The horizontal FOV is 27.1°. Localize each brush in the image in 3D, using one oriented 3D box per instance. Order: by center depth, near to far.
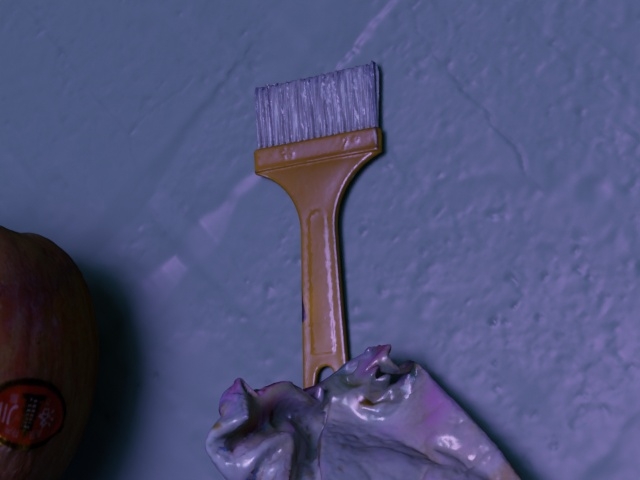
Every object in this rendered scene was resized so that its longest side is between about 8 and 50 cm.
[{"bbox_3d":[0.000,0.000,0.768,0.083,0.011,0.205,-8,74,24],"label":"brush"}]

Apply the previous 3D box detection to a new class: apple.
[{"bbox_3d":[-0.232,0.071,0.755,0.211,0.211,0.188,9,86,29],"label":"apple"}]

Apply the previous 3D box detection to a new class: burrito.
[{"bbox_3d":[0.046,0.151,0.656,0.229,0.144,0.089,49,144,34],"label":"burrito"}]
